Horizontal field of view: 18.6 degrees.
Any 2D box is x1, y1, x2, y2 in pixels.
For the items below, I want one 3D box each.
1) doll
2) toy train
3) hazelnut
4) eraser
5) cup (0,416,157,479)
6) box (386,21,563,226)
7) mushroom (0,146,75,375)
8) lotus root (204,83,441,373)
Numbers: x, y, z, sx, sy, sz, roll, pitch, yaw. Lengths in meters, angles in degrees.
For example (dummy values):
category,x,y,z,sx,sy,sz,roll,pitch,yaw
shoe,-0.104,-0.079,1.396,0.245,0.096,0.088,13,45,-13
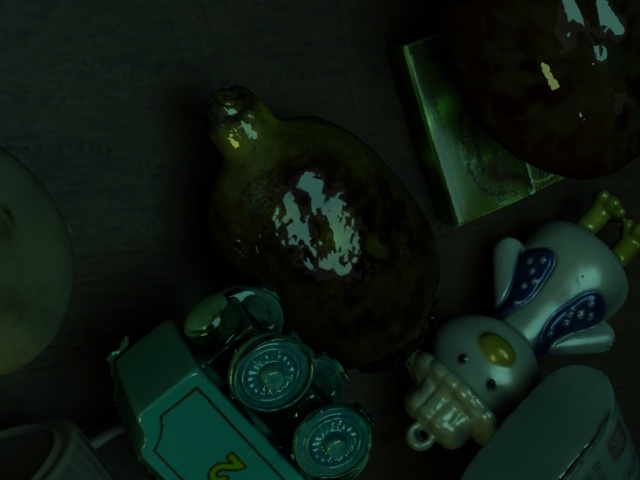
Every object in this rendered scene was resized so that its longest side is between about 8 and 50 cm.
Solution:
category,x,y,z,sx,sy,sz,roll,pitch,yaw
doll,0.178,0.077,1.737,0.138,0.119,0.293,45,76,2
toy train,-0.061,0.136,1.527,0.163,0.112,0.203,-39,120,2
hazelnut,0.215,-0.171,1.625,0.218,0.218,0.234,-33,107,-19
eraser,0.209,0.223,1.727,0.174,0.081,0.227,-47,151,-10
cup,-0.185,0.282,1.536,0.288,0.208,0.273,-36,109,-17
box,0.220,-0.149,1.768,0.311,0.043,0.173,-24,107,-21
mushroom,-0.295,0.020,1.478,0.204,0.204,0.204,-4,98,-26
lotus root,0.000,0.000,1.621,0.169,0.141,0.314,-49,121,-18
